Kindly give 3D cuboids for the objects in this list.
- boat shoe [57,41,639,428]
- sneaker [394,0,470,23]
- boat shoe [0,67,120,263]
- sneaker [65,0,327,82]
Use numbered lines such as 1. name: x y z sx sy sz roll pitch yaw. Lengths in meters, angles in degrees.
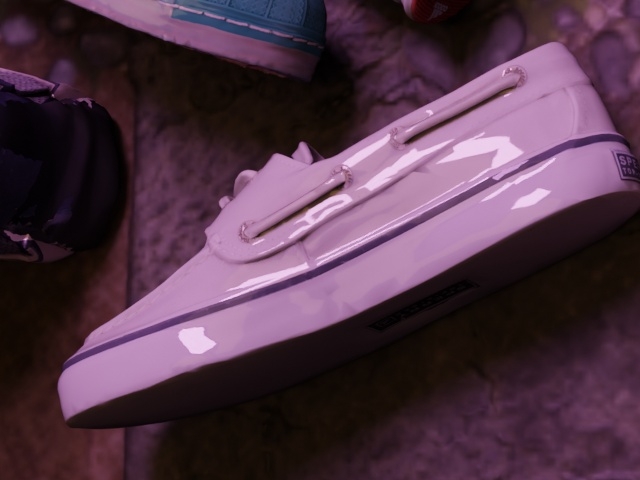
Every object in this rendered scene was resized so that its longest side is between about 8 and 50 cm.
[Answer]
1. boat shoe: 0.000 0.000 0.641 0.267 0.096 0.088 -27 71 18
2. sneaker: 0.047 -0.217 0.648 0.128 0.087 0.221 30 95 22
3. boat shoe: -0.279 -0.056 0.730 0.341 0.158 0.127 3 85 23
4. sneaker: -0.107 -0.180 0.697 0.302 0.108 0.121 33 102 24
